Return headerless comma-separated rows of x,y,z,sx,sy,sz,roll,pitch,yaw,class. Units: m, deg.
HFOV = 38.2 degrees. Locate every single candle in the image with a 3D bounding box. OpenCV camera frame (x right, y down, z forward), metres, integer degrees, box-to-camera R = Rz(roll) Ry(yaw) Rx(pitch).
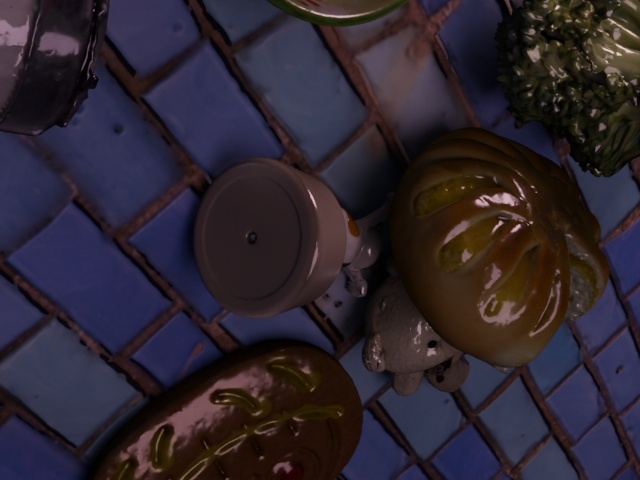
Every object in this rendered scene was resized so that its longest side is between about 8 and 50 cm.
-0.344,-0.191,0.718,0.330,0.187,0.187,8,109,-36,candle

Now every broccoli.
0.390,-0.226,1.153,0.277,0.318,0.338,-65,167,-2,broccoli

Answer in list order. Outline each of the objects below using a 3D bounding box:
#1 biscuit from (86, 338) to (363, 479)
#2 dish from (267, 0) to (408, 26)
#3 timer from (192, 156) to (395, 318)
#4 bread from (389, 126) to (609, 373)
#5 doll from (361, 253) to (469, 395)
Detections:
-0.108,0.309,1.215,0.394,0.070,0.350,-37,129,-13,biscuit
-0.001,-0.380,0.896,0.324,0.124,0.324,-18,120,-34,dish
0.000,0.000,1.100,0.266,0.175,0.175,2,113,-55,timer
0.232,-0.005,1.150,0.333,0.160,0.332,21,57,-36,bread
0.173,0.135,1.279,0.278,0.149,0.175,34,66,-52,doll
